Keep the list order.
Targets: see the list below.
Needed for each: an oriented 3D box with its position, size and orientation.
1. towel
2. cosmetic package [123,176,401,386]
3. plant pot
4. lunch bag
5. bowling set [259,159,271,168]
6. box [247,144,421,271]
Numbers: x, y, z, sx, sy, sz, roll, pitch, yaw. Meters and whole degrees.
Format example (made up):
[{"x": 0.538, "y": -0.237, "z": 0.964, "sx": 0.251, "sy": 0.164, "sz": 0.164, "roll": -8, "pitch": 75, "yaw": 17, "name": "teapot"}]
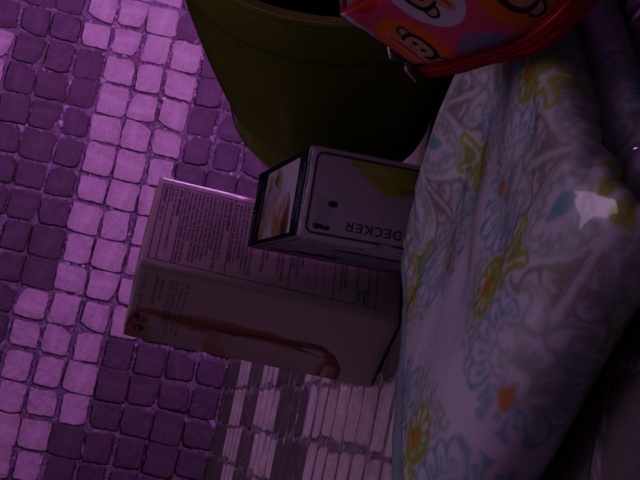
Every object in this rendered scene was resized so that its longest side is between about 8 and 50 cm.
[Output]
[{"x": 0.132, "y": -0.004, "z": 0.903, "sx": 0.374, "sy": 0.090, "sz": 0.320, "roll": -88, "pitch": 12, "yaw": -52, "name": "towel"}, {"x": -0.064, "y": 0.049, "z": 1.456, "sx": 0.153, "sy": 0.296, "sz": 0.129, "roll": -83, "pitch": 9, "yaw": -46, "name": "cosmetic package"}, {"x": 0.016, "y": -0.251, "z": 1.339, "sx": 0.353, "sy": 0.366, "sz": 0.366, "roll": 94, "pitch": -176, "yaw": -58, "name": "plant pot"}, {"x": 0.129, "y": -0.255, "z": 0.862, "sx": 0.293, "sy": 0.120, "sz": 0.258, "roll": -62, "pitch": 20, "yaw": -14, "name": "lunch bag"}, {"x": 0.000, "y": 0.000, "z": 1.782, "sx": 0.200, "sy": 0.154, "sz": 0.287, "roll": 17, "pitch": -99, "yaw": -59, "name": "bowling set"}, {"x": 0.035, "y": -0.025, "z": 1.271, "sx": 0.290, "sy": 0.169, "sz": 0.087, "roll": 171, "pitch": 109, "yaw": -79, "name": "box"}]
